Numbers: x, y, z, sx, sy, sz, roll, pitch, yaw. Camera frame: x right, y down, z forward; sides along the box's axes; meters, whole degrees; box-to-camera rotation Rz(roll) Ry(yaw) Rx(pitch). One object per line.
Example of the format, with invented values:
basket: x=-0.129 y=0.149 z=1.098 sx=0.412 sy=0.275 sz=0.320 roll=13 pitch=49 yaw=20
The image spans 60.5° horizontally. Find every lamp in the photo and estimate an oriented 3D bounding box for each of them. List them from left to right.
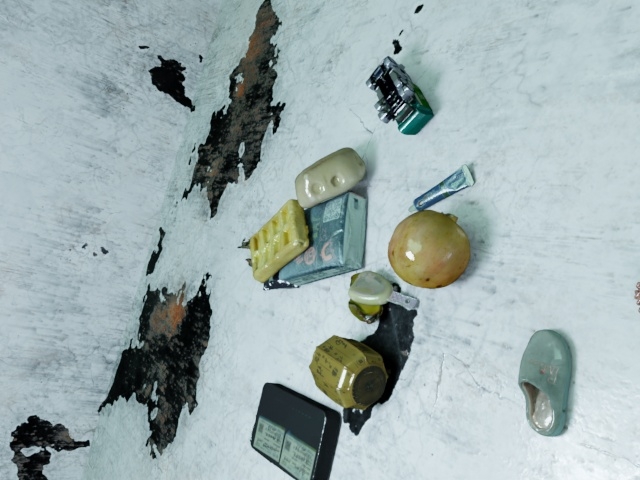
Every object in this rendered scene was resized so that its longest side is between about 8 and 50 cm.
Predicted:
lamp: x=0.069 y=0.329 z=1.377 sx=0.185 sy=0.161 sz=0.161 roll=15 pitch=88 yaw=56

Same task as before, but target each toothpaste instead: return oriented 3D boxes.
toothpaste: x=0.295 y=-0.119 z=1.371 sx=0.197 sy=0.035 sz=0.057 roll=-33 pitch=66 yaw=41

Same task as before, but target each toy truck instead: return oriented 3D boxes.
toy truck: x=0.219 y=-0.396 z=1.521 sx=0.114 sy=0.124 sz=0.253 roll=-46 pitch=40 yaw=32

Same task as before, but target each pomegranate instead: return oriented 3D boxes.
pomegranate: x=0.243 y=0.018 z=1.250 sx=0.191 sy=0.191 sz=0.191 roll=-27 pitch=54 yaw=46

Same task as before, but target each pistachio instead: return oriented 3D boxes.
pistachio: x=0.117 y=0.162 z=1.471 sx=0.090 sy=0.049 sz=0.172 roll=-26 pitch=42 yaw=7

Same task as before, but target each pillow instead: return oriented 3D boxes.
pillow: x=-0.129 y=0.066 z=1.832 sx=0.142 sy=0.055 sz=0.208 roll=-8 pitch=66 yaw=25

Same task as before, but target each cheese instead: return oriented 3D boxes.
cheese: x=0.020 y=-0.186 z=1.634 sx=0.117 sy=0.235 sz=0.218 roll=61 pitch=158 yaw=-7
cheese: x=0.165 y=0.136 z=1.402 sx=0.192 sy=0.037 sz=0.097 roll=17 pitch=60 yaw=39

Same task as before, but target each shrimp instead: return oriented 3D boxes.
shrimp: x=-0.215 y=0.046 z=1.985 sx=0.254 sy=0.059 sz=0.145 roll=-20 pitch=69 yaw=43

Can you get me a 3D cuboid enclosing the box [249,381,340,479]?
box: x=-0.082 y=0.547 z=1.571 sx=0.350 sy=0.058 sz=0.211 roll=5 pitch=81 yaw=55

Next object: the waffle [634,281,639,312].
waffle: x=0.562 y=0.092 z=0.909 sx=0.075 sy=0.029 sz=0.083 roll=-13 pitch=67 yaw=52

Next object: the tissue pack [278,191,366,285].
tissue pack: x=0.000 y=0.000 z=1.664 sx=0.316 sy=0.103 sz=0.227 roll=-18 pitch=58 yaw=49

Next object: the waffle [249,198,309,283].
waffle: x=-0.134 y=0.006 z=1.699 sx=0.274 sy=0.057 sz=0.167 roll=-39 pitch=46 yaw=41

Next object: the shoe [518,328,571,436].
shoe: x=0.405 y=0.259 z=1.008 sx=0.079 sy=0.078 sz=0.195 roll=-11 pitch=71 yaw=53
